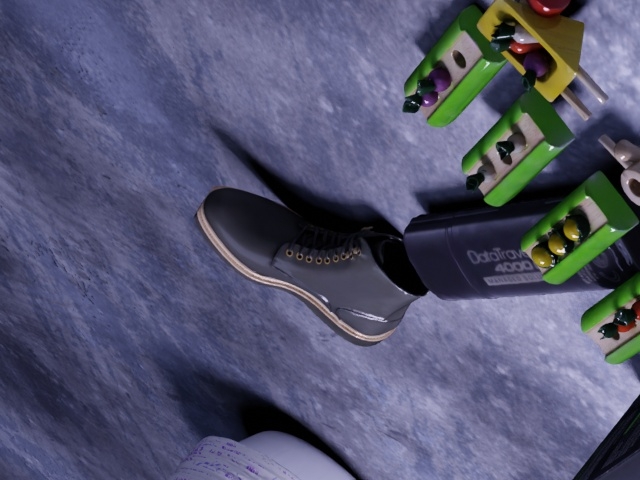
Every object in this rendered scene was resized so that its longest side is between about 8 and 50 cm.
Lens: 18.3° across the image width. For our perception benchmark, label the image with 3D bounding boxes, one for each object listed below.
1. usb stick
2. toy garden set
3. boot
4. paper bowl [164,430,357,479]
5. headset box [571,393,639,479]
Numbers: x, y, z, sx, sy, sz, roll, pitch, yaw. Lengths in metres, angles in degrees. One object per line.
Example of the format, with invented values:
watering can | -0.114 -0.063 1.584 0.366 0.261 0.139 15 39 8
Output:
usb stick | 0.149 0.006 1.440 0.077 0.045 0.278 58 155 -12
toy garden set | 0.152 -0.042 1.268 0.244 0.049 0.204 53 154 6
boot | 0.000 0.000 1.661 0.198 0.077 0.137 31 155 -7
paper bowl | -0.034 0.323 2.198 0.284 0.148 0.284 35 157 18
headset box | 0.321 0.198 1.390 0.246 0.131 0.283 40 158 5
